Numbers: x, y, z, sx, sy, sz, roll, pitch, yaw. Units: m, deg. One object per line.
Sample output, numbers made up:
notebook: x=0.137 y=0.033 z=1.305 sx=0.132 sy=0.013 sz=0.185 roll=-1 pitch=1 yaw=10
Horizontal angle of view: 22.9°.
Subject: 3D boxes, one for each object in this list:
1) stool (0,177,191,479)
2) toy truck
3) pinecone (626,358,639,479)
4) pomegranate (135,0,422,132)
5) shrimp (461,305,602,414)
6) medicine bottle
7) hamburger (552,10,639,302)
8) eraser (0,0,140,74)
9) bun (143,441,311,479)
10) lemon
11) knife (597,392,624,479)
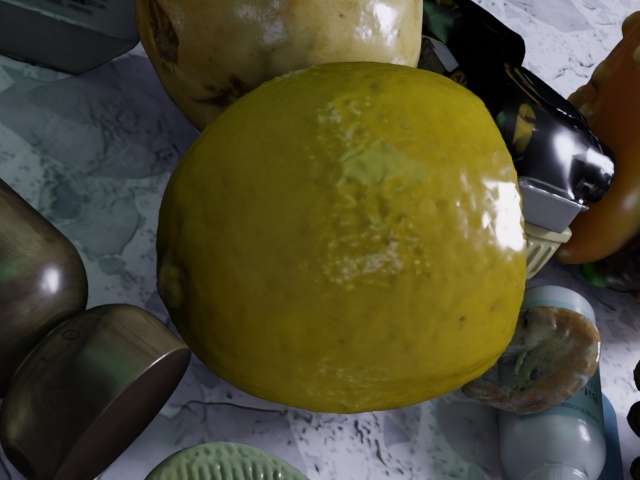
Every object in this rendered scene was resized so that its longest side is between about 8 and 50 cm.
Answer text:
stool: x=-0.268 y=0.075 z=1.385 sx=0.264 sy=0.179 sz=0.179 roll=40 pitch=40 yaw=11
toy truck: x=0.160 y=-0.114 z=1.814 sx=0.180 sy=0.254 sz=0.405 roll=21 pitch=27 yaw=-29
pinecone: x=0.438 y=0.182 z=1.659 sx=0.246 sy=0.292 sz=0.246 roll=-13 pitch=35 yaw=9
pomegranate: x=-0.040 y=-0.256 z=1.732 sx=0.332 sy=0.332 sz=0.333 roll=18 pitch=41 yaw=-16
shrimp: x=0.185 y=0.126 z=1.641 sx=0.047 sy=0.223 sz=0.126 roll=51 pitch=43 yaw=-43
medicine bottle: x=0.240 y=0.202 z=1.638 sx=0.110 sy=0.110 sz=0.352 roll=21 pitch=40 yaw=-13
hamburger: x=0.431 y=-0.107 z=1.859 sx=0.277 sy=0.396 sz=0.396 roll=30 pitch=39 yaw=-8
eraser: x=-0.376 y=-0.279 z=1.767 sx=0.352 sy=0.077 sz=0.111 roll=17 pitch=42 yaw=-18
bun: x=-0.074 y=0.280 z=1.356 sx=0.221 sy=0.108 sz=0.221 roll=12 pitch=47 yaw=-13
lemon: x=0.000 y=0.000 z=1.526 sx=0.364 sy=0.364 sz=0.364 roll=18 pitch=41 yaw=-16
knife: x=0.311 y=0.271 z=1.692 sx=0.044 sy=0.019 sz=0.313 roll=19 pitch=39 yaw=-12
